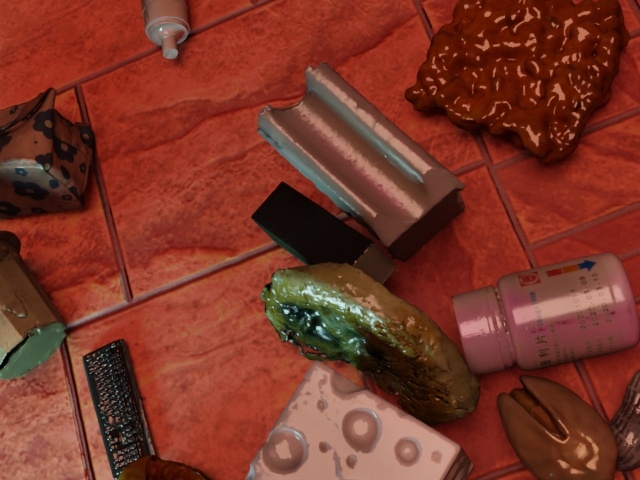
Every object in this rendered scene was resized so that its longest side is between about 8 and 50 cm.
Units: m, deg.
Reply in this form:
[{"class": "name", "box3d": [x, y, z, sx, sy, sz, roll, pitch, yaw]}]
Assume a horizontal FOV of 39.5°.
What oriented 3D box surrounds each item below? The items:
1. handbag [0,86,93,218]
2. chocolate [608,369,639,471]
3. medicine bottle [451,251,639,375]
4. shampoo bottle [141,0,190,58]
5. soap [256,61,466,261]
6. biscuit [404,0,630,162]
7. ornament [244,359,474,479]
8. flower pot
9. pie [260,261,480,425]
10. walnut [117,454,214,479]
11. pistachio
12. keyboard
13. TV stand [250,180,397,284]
[{"class": "handbag", "box3d": [-0.562, -0.163, 1.660, 0.251, 0.190, 0.193, -5, 59, 17]}, {"class": "chocolate", "box3d": [0.464, 0.260, 1.296, 0.072, 0.072, 0.167, 26, 77, 21]}, {"class": "medicine bottle", "box3d": [0.334, 0.115, 1.338, 0.254, 0.152, 0.152, -15, 68, 10]}, {"class": "shampoo bottle", "box3d": [-0.310, -0.493, 1.758, 0.092, 0.092, 0.304, -15, 68, 9]}, {"class": "soap", "box3d": [0.076, -0.115, 1.420, 0.159, 0.258, 0.302, -46, 76, 5]}, {"class": "biscuit", "box3d": [0.340, -0.303, 1.510, 0.312, 0.110, 0.318, 26, 79, 23]}, {"class": "ornament", "box3d": [0.053, 0.350, 1.279, 0.239, 0.240, 0.239, 28, 79, 22]}, {"class": "flower pot", "box3d": [-0.560, 0.120, 1.548, 0.212, 0.212, 0.202, -44, 74, -4]}, {"class": "pie", "box3d": [0.069, 0.149, 1.331, 0.371, 0.297, 0.078, 26, 60, 19]}, {"class": "walnut", "box3d": [-0.229, 0.408, 1.403, 0.207, 0.116, 0.116, 18, 76, 20]}, {"class": "pistachio", "box3d": [0.332, 0.273, 1.268, 0.126, 0.152, 0.223, -44, 35, 0]}, {"class": "keyboard", "box3d": [-0.344, 0.285, 1.522, 0.093, 0.025, 0.230, -26, 67, 7]}, {"class": "TV stand", "box3d": [0.000, 0.000, 1.447, 0.088, 0.083, 0.269, -49, 43, -7]}]
